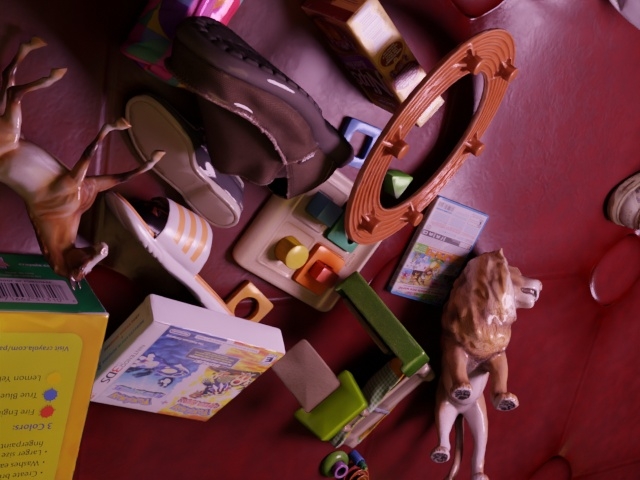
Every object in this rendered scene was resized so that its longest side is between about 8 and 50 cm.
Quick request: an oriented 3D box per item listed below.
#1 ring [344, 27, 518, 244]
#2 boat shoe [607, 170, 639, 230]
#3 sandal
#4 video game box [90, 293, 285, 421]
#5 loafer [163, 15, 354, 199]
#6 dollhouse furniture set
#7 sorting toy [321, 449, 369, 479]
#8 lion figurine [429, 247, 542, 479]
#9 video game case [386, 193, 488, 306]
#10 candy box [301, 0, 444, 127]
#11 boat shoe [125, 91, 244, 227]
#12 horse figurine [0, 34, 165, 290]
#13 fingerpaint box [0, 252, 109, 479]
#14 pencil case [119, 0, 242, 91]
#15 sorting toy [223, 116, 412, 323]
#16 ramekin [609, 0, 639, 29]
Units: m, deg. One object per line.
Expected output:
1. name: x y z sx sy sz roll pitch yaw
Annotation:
1. ring: 0.155 -0.124 1.120 0.336 0.032 0.336 -42 158 -22
2. boat shoe: 0.637 -0.107 1.503 0.285 0.089 0.104 -38 128 -11
3. sandal: -0.166 0.006 1.053 0.076 0.102 0.265 -44 138 -7
4. video game box: -0.182 0.159 1.102 0.205 0.048 0.187 20 132 -38
5. loafer: -0.068 -0.119 0.952 0.130 0.134 0.366 -49 154 4
6. dollhouse furniture set: 0.050 0.193 1.293 0.197 0.151 0.301 -41 161 -1
7. sorting toy: 0.051 0.386 1.420 0.102 0.042 0.061 34 93 -39
8. lion figurine: 0.239 0.217 1.381 0.142 0.240 0.392 10 131 -6
9. video game case: 0.184 0.018 1.329 0.119 0.015 0.166 17 104 -38
10. candy box: 0.067 -0.231 1.062 0.053 0.109 0.187 -48 129 -3
11. boat shoe: -0.159 -0.105 1.031 0.206 0.075 0.065 54 38 -33
12. horse figurine: -0.297 -0.096 0.899 0.174 0.066 0.263 -45 107 6
13. fingerpaint box: -0.493 0.199 0.897 0.445 0.163 0.371 4 111 -34
14. pencil case: -0.125 -0.280 0.922 0.104 0.104 0.236 23 101 -38
15. sorting toy: 0.000 0.000 1.181 0.196 0.047 0.347 34 94 -39
16. ramekin: 0.521 -0.409 1.169 0.127 0.273 0.273 -46 131 -19
